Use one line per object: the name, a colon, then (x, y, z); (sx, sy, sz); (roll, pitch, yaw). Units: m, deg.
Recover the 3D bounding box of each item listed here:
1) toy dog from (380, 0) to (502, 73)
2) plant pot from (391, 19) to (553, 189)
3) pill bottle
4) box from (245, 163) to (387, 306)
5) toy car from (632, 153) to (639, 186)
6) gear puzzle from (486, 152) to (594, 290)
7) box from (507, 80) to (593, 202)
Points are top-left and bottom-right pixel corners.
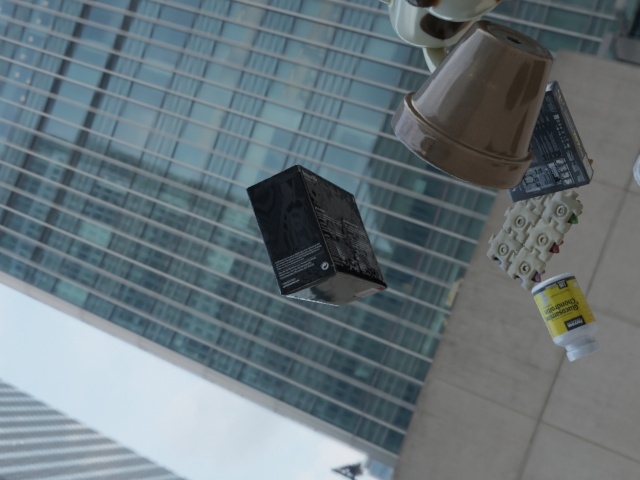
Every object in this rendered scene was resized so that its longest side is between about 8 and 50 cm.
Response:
toy dog: (0.227, -0.518, 1.734); (0.408, 0.285, 0.395); (-121, 36, -81)
plant pot: (0.284, -0.252, 1.567); (0.263, 0.263, 0.229); (-29, -32, -56)
pill bottle: (0.554, 0.172, 2.000); (0.103, 0.184, 0.103); (-20, -15, -6)
box: (0.000, 0.000, 1.456); (0.261, 0.103, 0.184); (21, -131, -67)
toy car: (0.539, -0.112, 1.257); (0.136, 0.159, 0.182); (-65, -12, 6)
gear puzzle: (0.526, -0.061, 2.088); (0.044, 0.175, 0.338); (10, -64, -41)
box: (0.460, -0.209, 1.934); (0.232, 0.184, 0.059); (62, -144, -19)
